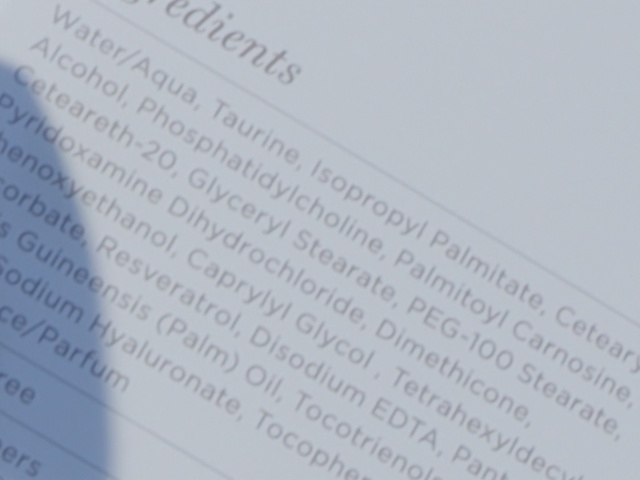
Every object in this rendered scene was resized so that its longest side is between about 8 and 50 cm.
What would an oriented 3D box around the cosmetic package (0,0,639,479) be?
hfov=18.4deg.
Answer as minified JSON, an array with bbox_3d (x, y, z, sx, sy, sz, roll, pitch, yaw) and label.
[{"bbox_3d":[0.000,0.000,0.855,0.394,0.327,0.329,-59,2,-10],"label":"cosmetic package"}]
